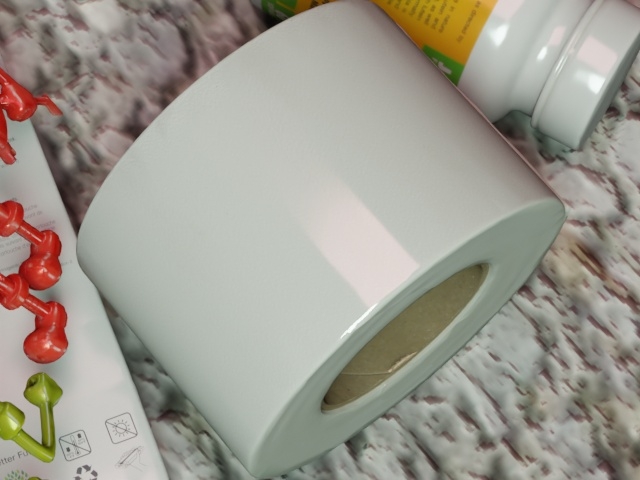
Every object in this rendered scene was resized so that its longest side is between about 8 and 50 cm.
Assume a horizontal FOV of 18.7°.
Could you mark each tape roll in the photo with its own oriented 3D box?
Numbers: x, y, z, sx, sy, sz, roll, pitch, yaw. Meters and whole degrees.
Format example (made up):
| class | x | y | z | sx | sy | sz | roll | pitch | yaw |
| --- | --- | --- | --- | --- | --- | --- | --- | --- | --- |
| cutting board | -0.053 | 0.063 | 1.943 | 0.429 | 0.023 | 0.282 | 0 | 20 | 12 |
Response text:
| class | x | y | z | sx | sy | sz | roll | pitch | yaw |
| --- | --- | --- | --- | --- | --- | --- | --- | --- | --- |
| tape roll | 0.000 | 0.000 | 1.155 | 0.246 | 0.246 | 0.169 | -37 | 74 | -15 |

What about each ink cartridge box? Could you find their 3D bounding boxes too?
| class | x | y | z | sx | sy | sz | roll | pitch | yaw |
| --- | --- | --- | --- | --- | --- | --- | --- | --- | --- |
| ink cartridge box | -0.225 | 0.042 | 1.228 | 0.165 | 0.065 | 0.332 | -19 | 71 | -9 |

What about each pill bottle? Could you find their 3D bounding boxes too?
| class | x | y | z | sx | sy | sz | roll | pitch | yaw |
| --- | --- | --- | --- | --- | --- | --- | --- | --- | --- |
| pill bottle | 0.086 | -0.161 | 1.281 | 0.246 | 0.136 | 0.136 | 30 | 70 | 10 |

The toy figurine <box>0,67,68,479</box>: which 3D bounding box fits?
| class | x | y | z | sx | sy | sz | roll | pitch | yaw |
| --- | --- | --- | --- | --- | --- | --- | --- | --- | --- |
| toy figurine | -0.289 | 0.044 | 1.134 | 0.217 | 0.191 | 0.362 | -22 | 55 | 24 |
